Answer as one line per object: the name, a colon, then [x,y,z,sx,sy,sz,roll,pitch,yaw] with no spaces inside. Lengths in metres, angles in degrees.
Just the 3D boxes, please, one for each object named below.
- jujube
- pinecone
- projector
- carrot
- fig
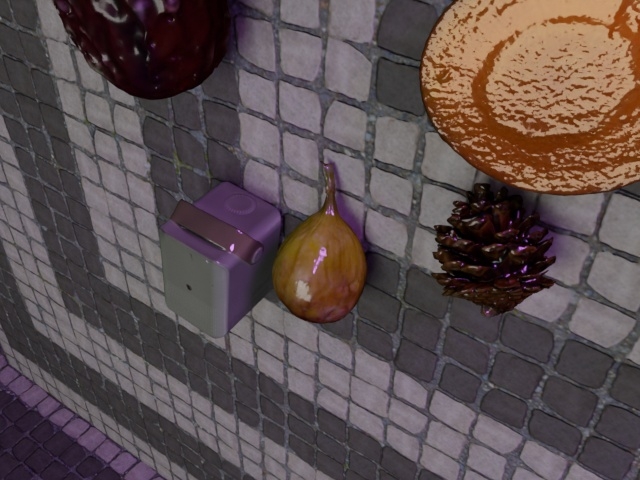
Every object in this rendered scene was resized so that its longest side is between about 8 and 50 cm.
jujube: [-0.248,-0.378,0.869,0.258,0.258,0.376,16,143,32]
pinecone: [0.217,0.010,0.841,0.174,0.173,0.173,24,135,26]
projector: [-0.177,0.026,1.176,0.163,0.177,0.242,27,138,20]
carrot: [0.264,-0.170,0.703,0.307,0.100,0.258,7,124,29]
fig: [0.000,0.000,1.050,0.159,0.159,0.257,16,111,32]
